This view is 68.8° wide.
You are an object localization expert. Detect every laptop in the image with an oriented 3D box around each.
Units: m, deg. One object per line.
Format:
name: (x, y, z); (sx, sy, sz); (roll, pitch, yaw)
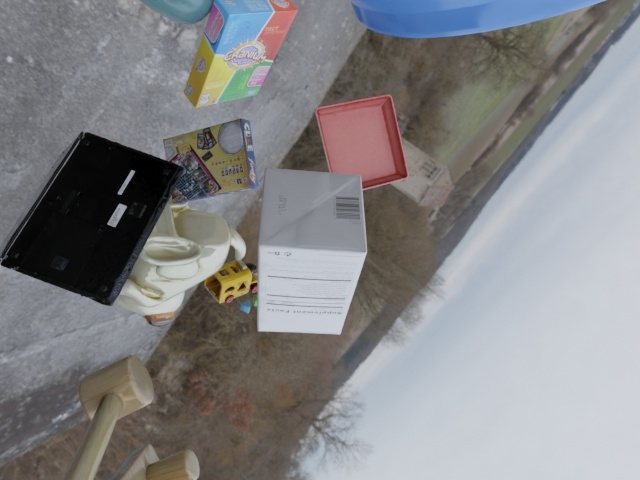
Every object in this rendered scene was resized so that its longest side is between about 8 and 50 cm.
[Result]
laptop: (-0.374, -0.034, 0.736); (0.137, 0.264, 0.234); (105, 5, -69)

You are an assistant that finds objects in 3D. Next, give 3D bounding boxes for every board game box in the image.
board game box: (-0.273, -0.191, 1.155); (0.042, 0.243, 0.165); (-12, 95, -63)
board game box: (-0.227, -0.523, 1.302); (0.242, 0.064, 0.316); (-29, 168, -41)

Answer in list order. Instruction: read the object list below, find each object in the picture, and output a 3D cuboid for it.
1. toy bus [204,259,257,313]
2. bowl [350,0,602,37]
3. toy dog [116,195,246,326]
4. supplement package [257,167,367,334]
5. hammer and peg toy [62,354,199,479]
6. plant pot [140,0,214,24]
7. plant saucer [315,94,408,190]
toy bus: (-0.264, 0.114, 1.484); (0.202, 0.190, 0.104); (-89, -165, -54)
bowl: (0.196, -0.316, 0.446); (0.391, 0.391, 0.077); (-46, 132, -22)
toy dog: (-0.461, 0.065, 1.373); (0.395, 0.285, 0.408); (-1, 143, -46)
supplement package: (-0.027, 0.032, 0.881); (0.293, 0.175, 0.178); (101, -9, -53)
hammer and peg toy: (-0.187, 0.315, 0.442); (0.127, 0.362, 0.266); (-23, -179, -2)
plant pot: (-0.386, -0.685, 1.104); (0.195, 0.290, 0.290); (-15, 143, -51)
plant saucer: (0.120, -0.282, 1.394); (0.258, 0.259, 0.047); (-17, -173, -21)
